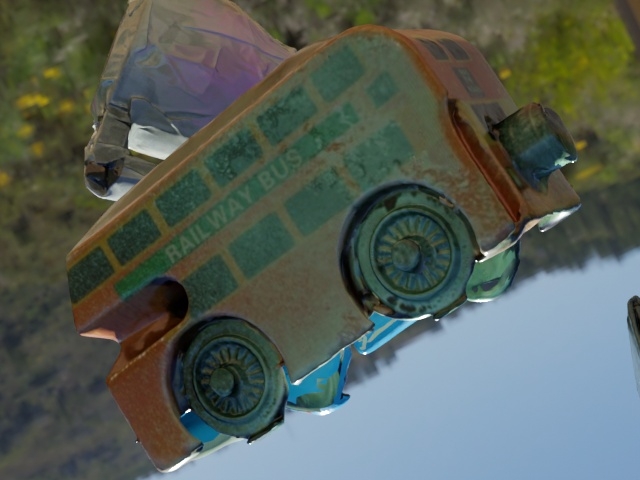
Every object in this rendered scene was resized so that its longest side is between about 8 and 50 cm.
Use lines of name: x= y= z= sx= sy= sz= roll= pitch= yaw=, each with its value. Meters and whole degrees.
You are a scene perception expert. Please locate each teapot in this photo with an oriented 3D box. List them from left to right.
teapot: x=-0.107 y=-0.131 z=1.327 sx=0.221 sy=0.178 sz=0.163 roll=-89 pitch=-160 yaw=-60

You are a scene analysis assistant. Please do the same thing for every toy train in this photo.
toy train: x=0.000 y=0.000 z=0.507 sx=0.188 sy=0.099 sz=0.072 roll=-37 pitch=167 yaw=25

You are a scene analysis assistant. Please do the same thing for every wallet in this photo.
wallet: x=0.220 y=0.098 z=0.940 sx=0.026 sy=0.088 sz=0.129 roll=-19 pitch=143 yaw=5
